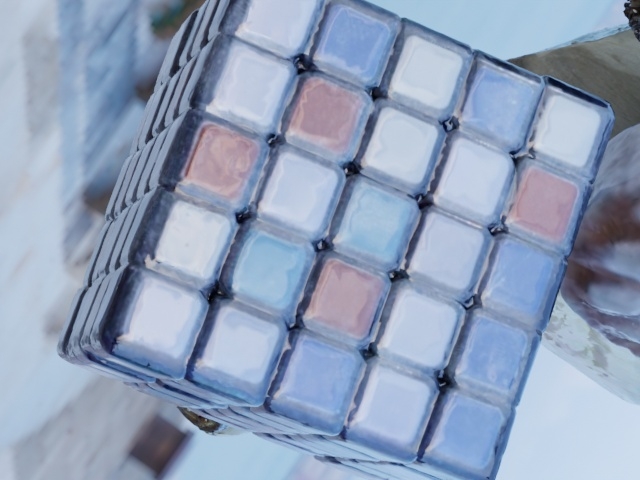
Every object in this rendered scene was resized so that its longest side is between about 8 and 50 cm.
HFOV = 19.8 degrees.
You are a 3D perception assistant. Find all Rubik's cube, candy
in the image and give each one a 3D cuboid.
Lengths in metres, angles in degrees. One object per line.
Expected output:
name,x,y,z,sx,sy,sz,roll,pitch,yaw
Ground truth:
Rubik's cube,0.000,0.000,1.328,0.292,0.287,0.293,167,-56,-75
candy,0.326,-0.001,1.356,0.157,0.290,0.214,-64,145,-45

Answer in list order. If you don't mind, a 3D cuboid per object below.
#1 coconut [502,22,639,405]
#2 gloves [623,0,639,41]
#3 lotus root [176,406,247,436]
coconut,0.324,-0.053,1.753,0.415,0.415,0.344,-56,-161,1
gloves,0.384,-0.137,1.451,0.135,0.312,0.210,-51,-159,23
lotus root,-0.073,0.101,2.043,0.154,0.154,0.278,-59,-176,44
